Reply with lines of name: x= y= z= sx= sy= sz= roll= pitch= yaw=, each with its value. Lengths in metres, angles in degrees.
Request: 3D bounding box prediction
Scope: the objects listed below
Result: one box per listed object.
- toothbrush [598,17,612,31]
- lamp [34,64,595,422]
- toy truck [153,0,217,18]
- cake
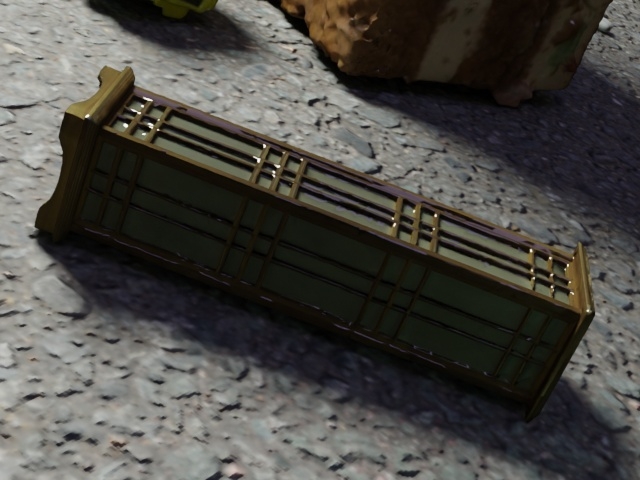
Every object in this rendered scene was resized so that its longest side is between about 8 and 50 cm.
toothbrush: x=0.247 y=-0.334 z=1.465 sx=0.276 sy=0.025 sz=0.019 roll=32 pitch=31 yaw=16
lamp: x=0.000 y=0.000 z=0.709 sx=0.325 sy=0.090 sz=0.089 roll=22 pitch=29 yaw=-3
toy truck: x=-0.159 y=-0.309 z=1.070 sx=0.157 sy=0.124 sz=0.272 roll=12 pitch=27 yaw=-37
cake: x=0.119 y=-0.304 z=1.118 sx=0.290 sy=0.255 sz=0.282 roll=4 pitch=33 yaw=-37
